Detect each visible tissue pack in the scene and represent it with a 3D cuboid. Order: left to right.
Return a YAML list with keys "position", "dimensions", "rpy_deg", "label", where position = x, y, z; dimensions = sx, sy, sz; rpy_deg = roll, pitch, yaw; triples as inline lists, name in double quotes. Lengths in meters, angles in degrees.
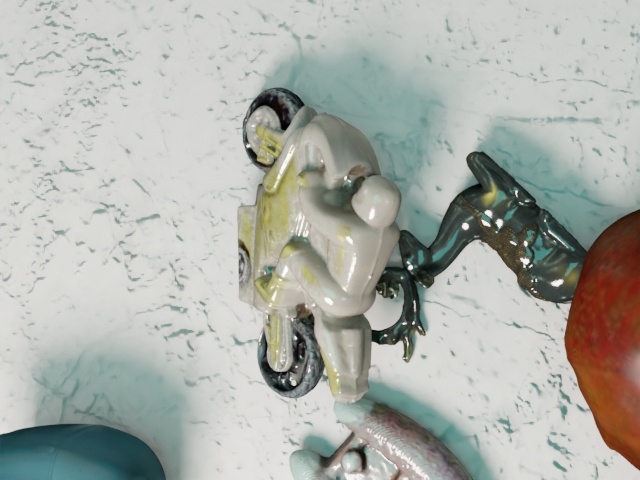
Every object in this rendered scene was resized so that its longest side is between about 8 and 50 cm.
- position: [-0.261, 0.345, 1.343]
  dimensions: [0.206, 0.198, 0.287]
  rpy_deg: [4, 89, 9]
  label: "tissue pack"

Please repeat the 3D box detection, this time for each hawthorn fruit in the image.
- position: [0.404, 0.099, 1.195]
  dimensions: [0.324, 0.308, 0.308]
  rpy_deg: [-9, 89, 23]
  label: "hawthorn fruit"

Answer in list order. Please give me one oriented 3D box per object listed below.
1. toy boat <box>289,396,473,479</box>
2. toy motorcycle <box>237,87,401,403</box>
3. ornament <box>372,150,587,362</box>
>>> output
- position: [0.078, 0.277, 1.352]
  dimensions: [0.227, 0.085, 0.155]
  rpy_deg: [40, 94, 6]
  label: "toy boat"
- position: [0.000, 0.000, 1.320]
  dimensions: [0.223, 0.108, 0.341]
  rpy_deg: [-4, 88, 45]
  label: "toy motorcycle"
- position: [0.158, 0.052, 1.345]
  dimensions: [0.236, 0.080, 0.202]
  rpy_deg: [-45, 79, 4]
  label: "ornament"
